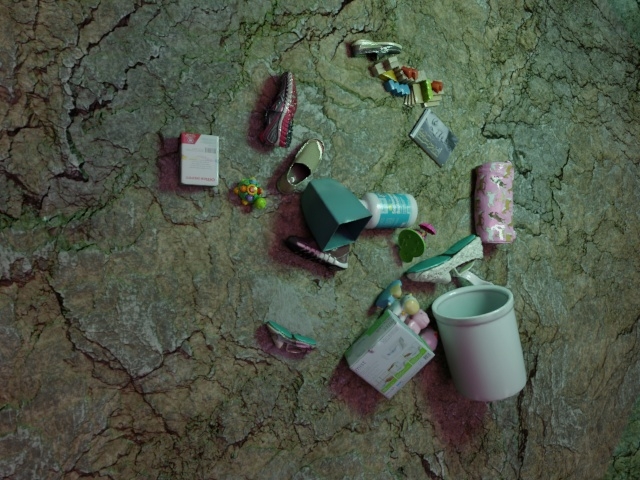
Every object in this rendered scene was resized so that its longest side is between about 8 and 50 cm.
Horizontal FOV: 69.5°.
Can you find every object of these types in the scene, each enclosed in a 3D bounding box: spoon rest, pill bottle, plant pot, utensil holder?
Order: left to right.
[{"bbox_3d":[0.037,-0.112,1.723,0.166,0.165,0.234,-17,61,-36],"label":"plant pot"},{"bbox_3d":[0.248,-0.120,1.864,0.264,0.146,0.146,-2,90,-25],"label":"pill bottle"},{"bbox_3d":[0.724,0.224,2.110,0.276,0.084,0.137,39,74,-18],"label":"spoon rest"},{"bbox_3d":[0.672,0.427,1.944,0.328,0.328,0.385,-21,103,-24],"label":"utensil holder"}]

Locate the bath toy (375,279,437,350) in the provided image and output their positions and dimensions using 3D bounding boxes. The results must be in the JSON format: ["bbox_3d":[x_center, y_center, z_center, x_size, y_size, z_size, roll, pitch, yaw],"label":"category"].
[{"bbox_3d":[0.385,0.327,1.931,0.348,0.151,0.129,50,48,-20],"label":"bath toy"}]

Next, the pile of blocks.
[{"bbox_3d":[0.389,-0.665,1.960,0.362,0.113,0.148,13,83,-23],"label":"pile of blocks"}]

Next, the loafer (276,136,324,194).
[{"bbox_3d":[-0.060,-0.285,1.757,0.102,0.092,0.268,38,74,-19],"label":"loafer"}]

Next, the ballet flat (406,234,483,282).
[{"bbox_3d":[0.562,0.108,2.004,0.409,0.147,0.146,-26,99,-22],"label":"ballet flat"}]

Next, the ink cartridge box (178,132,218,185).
[{"bbox_3d":[-0.424,-0.275,1.600,0.128,0.072,0.175,1,88,-25],"label":"ink cartridge box"}]

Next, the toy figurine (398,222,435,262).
[{"bbox_3d":[0.422,-0.004,1.966,0.130,0.173,0.159,37,47,25],"label":"toy figurine"}]

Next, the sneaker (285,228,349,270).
[{"bbox_3d":[0.000,0.000,1.785,0.281,0.106,0.162,27,70,-30],"label":"sneaker"}]

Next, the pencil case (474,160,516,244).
[{"bbox_3d":[0.800,-0.173,2.113,0.167,0.160,0.385,0,88,-33],"label":"pencil case"}]

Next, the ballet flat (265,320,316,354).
[{"bbox_3d":[-0.120,0.377,1.733,0.222,0.077,0.079,28,97,-22],"label":"ballet flat"}]

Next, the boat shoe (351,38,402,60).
[{"bbox_3d":[0.232,-0.783,1.914,0.224,0.080,0.073,-2,95,-19],"label":"boat shoe"}]

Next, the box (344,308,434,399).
[{"bbox_3d":[0.269,0.451,1.824,0.231,0.127,0.262,41,97,-17],"label":"box"}]

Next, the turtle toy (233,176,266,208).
[{"bbox_3d":[-0.248,-0.170,1.682,0.095,0.066,0.130,-39,104,-20],"label":"turtle toy"}]

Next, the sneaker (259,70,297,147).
[{"bbox_3d":[-0.152,-0.494,1.712,0.112,0.121,0.299,8,76,6],"label":"sneaker"}]

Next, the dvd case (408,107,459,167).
[{"bbox_3d":[0.510,-0.459,2.063,0.221,0.018,0.164,39,74,-19],"label":"dvd case"}]
